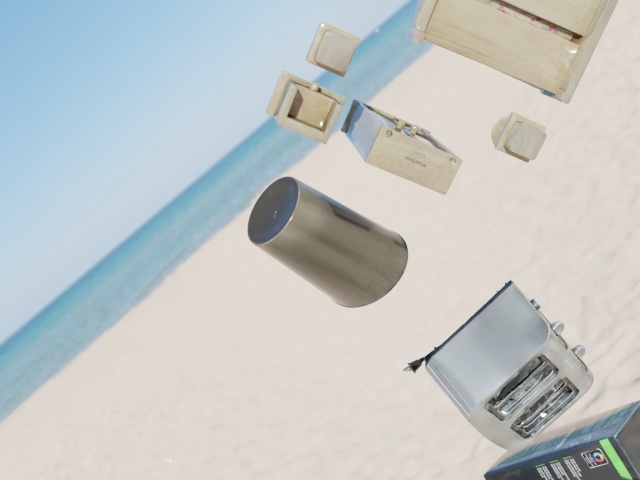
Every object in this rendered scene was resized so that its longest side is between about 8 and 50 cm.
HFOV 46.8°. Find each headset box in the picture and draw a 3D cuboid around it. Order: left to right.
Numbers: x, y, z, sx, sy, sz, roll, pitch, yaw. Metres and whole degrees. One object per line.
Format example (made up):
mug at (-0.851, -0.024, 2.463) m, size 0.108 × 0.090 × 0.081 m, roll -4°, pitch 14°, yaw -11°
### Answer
headset box at (0.450, 0.416, 1.166) m, size 0.131 × 0.246 × 0.283 m, roll -23°, pitch -9°, yaw -46°

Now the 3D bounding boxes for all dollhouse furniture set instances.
dollhouse furniture set at (0.139, -0.258, 0.854) m, size 0.174 × 0.303 × 0.356 m, roll -111°, pitch 42°, yaw -69°

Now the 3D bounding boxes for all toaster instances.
toaster at (0.236, 0.166, 0.943) m, size 0.185 × 0.168 × 0.110 m, roll -44°, pitch 42°, yaw 6°

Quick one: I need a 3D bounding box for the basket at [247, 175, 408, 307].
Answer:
basket at (0.000, 0.000, 1.259) m, size 0.204 × 0.226 × 0.154 m, roll -7°, pitch 58°, yaw 50°
